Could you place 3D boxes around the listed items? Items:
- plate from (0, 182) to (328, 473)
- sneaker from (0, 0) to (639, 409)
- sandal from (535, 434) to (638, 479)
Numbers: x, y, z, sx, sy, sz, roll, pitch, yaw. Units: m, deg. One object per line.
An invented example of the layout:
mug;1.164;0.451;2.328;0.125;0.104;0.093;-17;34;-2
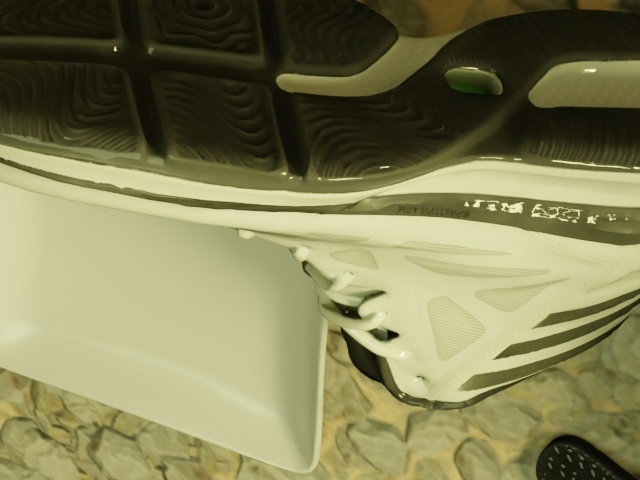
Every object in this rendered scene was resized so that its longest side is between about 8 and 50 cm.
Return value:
plate;-0.111;0.005;1.231;0.277;0.045;0.278;17;126;17
sneaker;0.001;0.001;0.998;0.447;0.169;0.257;4;135;-16
sandal;0.221;0.187;1.181;0.179;0.040;0.067;40;126;19
